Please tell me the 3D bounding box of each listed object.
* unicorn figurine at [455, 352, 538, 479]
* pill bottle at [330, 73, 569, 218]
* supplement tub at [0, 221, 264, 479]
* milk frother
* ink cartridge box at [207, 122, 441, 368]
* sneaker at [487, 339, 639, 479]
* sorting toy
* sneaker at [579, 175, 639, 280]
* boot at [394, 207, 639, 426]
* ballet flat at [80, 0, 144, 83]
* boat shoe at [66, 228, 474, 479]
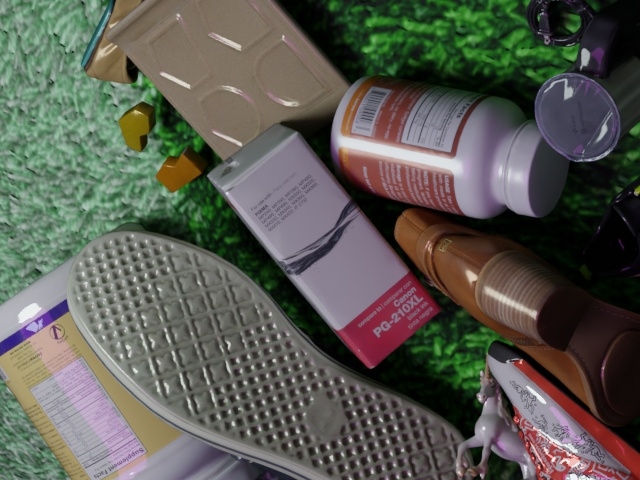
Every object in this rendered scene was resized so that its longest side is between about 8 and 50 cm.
[{"bbox_3d":[0.197,0.216,1.778,0.162,0.111,0.060,40,153,-16],"label":"unicorn figurine"},{"bbox_3d":[0.128,-0.088,1.623,0.216,0.121,0.121,15,123,30],"label":"pill bottle"},{"bbox_3d":[-0.226,0.172,1.965,0.241,0.241,0.331,-30,96,44],"label":"supplement tub"},{"bbox_3d":[0.231,-0.156,1.495,0.143,0.135,0.129,4,117,36],"label":"milk frother"},{"bbox_3d":[0.000,0.000,1.708,0.237,0.100,0.172,51,177,-12],"label":"ink cartridge box"},{"bbox_3d":[0.241,0.231,1.692,0.270,0.090,0.145,40,100,23],"label":"sneaker"},{"bbox_3d":[-0.120,-0.173,1.796,0.229,0.041,0.307,44,136,-15],"label":"sorting toy"},{"bbox_3d":[0.321,-0.030,1.516,0.084,0.097,0.235,54,136,20],"label":"sneaker"},{"bbox_3d":[0.207,0.072,1.644,0.220,0.283,0.109,32,92,46],"label":"boot"},{"bbox_3d":[-0.199,-0.264,1.818,0.073,0.080,0.232,21,135,-9],"label":"ballet flat"},{"bbox_3d":[-0.063,0.163,1.828,0.500,0.187,0.156,31,165,-6],"label":"boat shoe"}]
